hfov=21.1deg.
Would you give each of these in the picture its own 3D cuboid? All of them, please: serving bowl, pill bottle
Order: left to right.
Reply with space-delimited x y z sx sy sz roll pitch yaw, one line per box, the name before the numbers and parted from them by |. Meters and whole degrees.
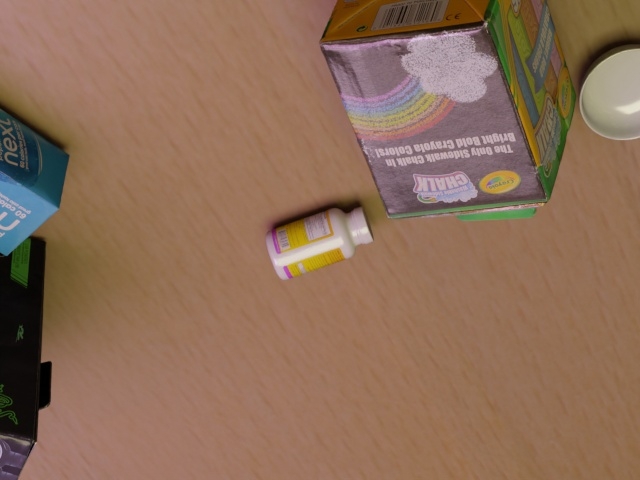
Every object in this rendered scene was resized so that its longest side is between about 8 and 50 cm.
pill bottle | 0.000 0.000 1.407 0.083 0.043 0.043 -19 126 7
serving bowl | 0.243 -0.122 1.359 0.083 0.027 0.083 -3 127 -4

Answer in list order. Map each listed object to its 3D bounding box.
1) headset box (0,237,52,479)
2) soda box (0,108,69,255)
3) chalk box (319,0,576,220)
headset box | -0.346 0.088 1.304 0.283 0.246 0.131 17 122 -17
soda box | -0.296 -0.080 1.293 0.210 0.067 0.071 35 125 -28
chalk box | 0.105 -0.105 1.270 0.132 0.132 0.213 -4 131 24
